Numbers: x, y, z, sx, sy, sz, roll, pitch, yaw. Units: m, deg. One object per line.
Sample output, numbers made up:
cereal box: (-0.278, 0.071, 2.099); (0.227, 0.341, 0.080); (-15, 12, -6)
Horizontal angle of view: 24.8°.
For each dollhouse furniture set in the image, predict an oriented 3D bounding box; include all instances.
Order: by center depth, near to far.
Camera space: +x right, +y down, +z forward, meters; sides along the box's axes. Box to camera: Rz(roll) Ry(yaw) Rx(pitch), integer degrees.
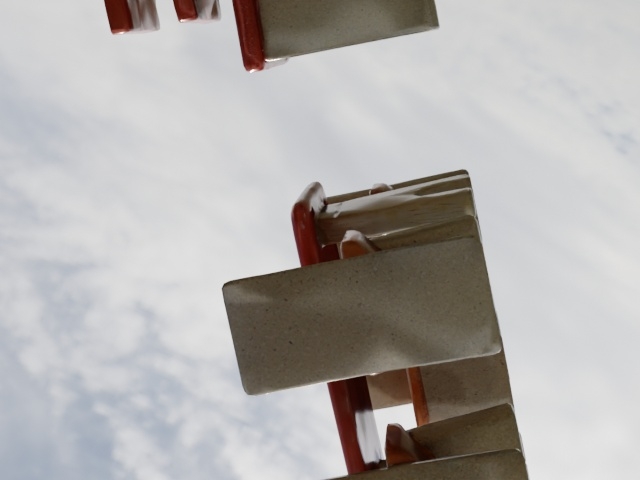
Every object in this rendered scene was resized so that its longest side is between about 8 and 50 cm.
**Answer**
dollhouse furniture set: (0.000, 0.000, 0.620); (0.135, 0.259, 0.262); (-11, -173, 6)
